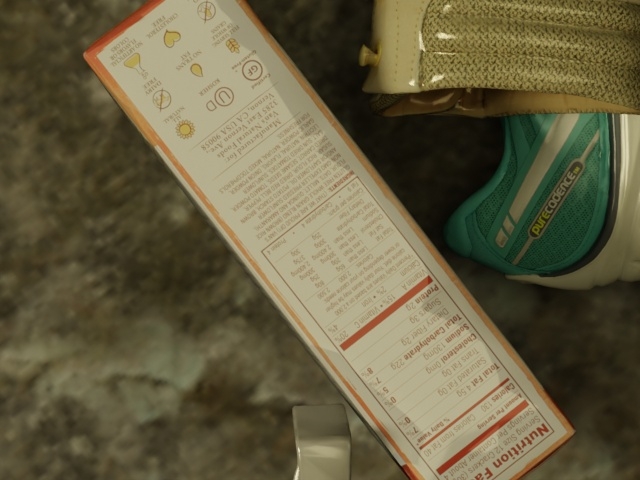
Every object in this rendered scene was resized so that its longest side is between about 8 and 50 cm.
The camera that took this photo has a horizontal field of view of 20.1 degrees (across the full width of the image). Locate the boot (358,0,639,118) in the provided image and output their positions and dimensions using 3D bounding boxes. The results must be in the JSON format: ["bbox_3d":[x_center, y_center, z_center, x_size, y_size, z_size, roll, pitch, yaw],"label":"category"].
[{"bbox_3d":[0.025,-0.154,0.744,0.262,0.095,0.203,9,93,24],"label":"boot"}]

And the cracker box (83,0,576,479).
[{"bbox_3d":[0.000,0.000,0.754,0.067,0.156,0.232,-37,94,-3],"label":"cracker box"}]

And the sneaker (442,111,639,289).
[{"bbox_3d":[0.105,-0.117,0.789,0.110,0.107,0.275,3,89,9],"label":"sneaker"}]

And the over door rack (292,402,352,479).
[{"bbox_3d":[-0.101,0.207,0.764,0.239,0.108,0.324,-3,113,-3],"label":"over door rack"}]
